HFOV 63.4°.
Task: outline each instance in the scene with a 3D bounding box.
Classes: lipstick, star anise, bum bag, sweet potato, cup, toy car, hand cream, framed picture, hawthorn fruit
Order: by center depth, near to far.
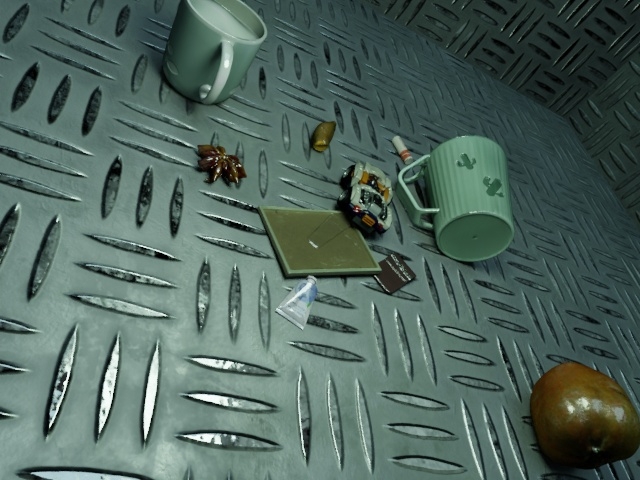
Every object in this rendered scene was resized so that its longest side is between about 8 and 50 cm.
[{"bbox_3d":[-0.048,0.149,1.319,0.084,0.053,0.142,36,49,-6],"label":"hand cream"},{"bbox_3d":[0.726,0.477,1.459,0.268,0.268,0.301,29,31,-14],"label":"hawthorn fruit"},{"bbox_3d":[-0.281,-0.221,1.473,0.168,0.057,0.168,21,43,-22],"label":"star anise"},{"bbox_3d":[0.000,0.000,1.507,0.335,0.022,0.247,1,49,-38],"label":"framed picture"},{"bbox_3d":[-0.331,-0.552,1.579,0.259,0.274,0.356,12,47,-30],"label":"cup"},{"bbox_3d":[0.222,0.099,1.597,0.109,0.026,0.159,50,41,15],"label":"bum bag"},{"bbox_3d":[0.161,-0.137,1.693,0.193,0.118,0.301,36,30,-16],"label":"toy car"},{"bbox_3d":[0.012,-0.389,1.868,0.077,0.077,0.243,31,33,-11],"label":"sweet potato"},{"bbox_3d":[0.499,-0.143,1.895,0.310,0.401,0.392,54,31,-40],"label":"cup"},{"bbox_3d":[0.337,-0.372,2.133,0.038,0.038,0.130,2,52,-38],"label":"lipstick"}]
